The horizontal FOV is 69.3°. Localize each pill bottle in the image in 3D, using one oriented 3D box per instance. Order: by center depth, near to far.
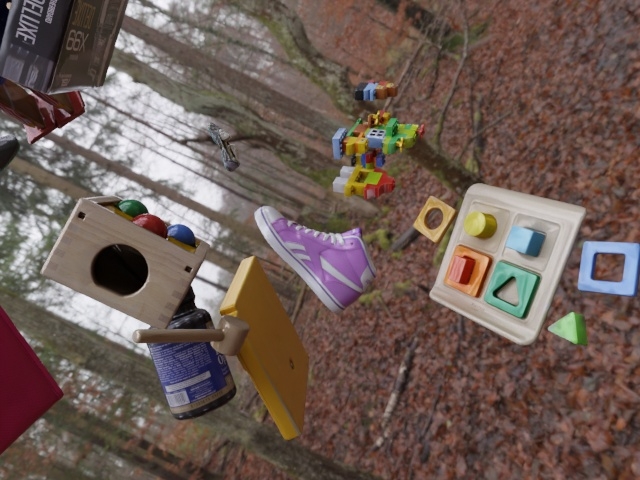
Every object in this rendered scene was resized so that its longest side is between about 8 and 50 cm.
[{"bbox_3d":[-0.244,0.200,0.846,0.123,0.122,0.219,-43,-66,-89],"label":"pill bottle"}]

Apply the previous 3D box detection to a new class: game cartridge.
[{"bbox_3d":[-0.117,0.228,1.049,0.052,0.324,0.285,-23,18,10],"label":"game cartridge"}]

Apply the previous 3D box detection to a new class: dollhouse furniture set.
[{"bbox_3d":[-0.677,-0.422,0.989,0.152,0.374,0.201,-28,-16,2],"label":"dollhouse furniture set"}]

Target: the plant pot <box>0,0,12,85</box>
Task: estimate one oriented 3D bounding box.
[{"bbox_3d":[-0.546,-0.414,0.698,0.236,0.212,0.236,-61,19,-11],"label":"plant pot"}]

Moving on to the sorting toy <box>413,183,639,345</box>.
[{"bbox_3d":[0.245,0.021,0.655,0.347,0.047,0.196,27,99,52],"label":"sorting toy"}]

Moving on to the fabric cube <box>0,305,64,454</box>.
[{"bbox_3d":[-0.487,0.168,0.440,0.259,0.254,0.258,-24,15,17],"label":"fabric cube"}]

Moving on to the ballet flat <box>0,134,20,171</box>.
[{"bbox_3d":[-0.953,-0.193,1.264,0.280,0.095,0.096,-43,-19,3],"label":"ballet flat"}]

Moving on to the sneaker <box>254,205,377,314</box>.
[{"bbox_3d":[0.000,0.000,0.977,0.161,0.282,0.102,-45,-2,11],"label":"sneaker"}]

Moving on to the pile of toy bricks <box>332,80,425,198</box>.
[{"bbox_3d":[0.097,-0.155,0.675,0.212,0.105,0.118,-61,-27,-45],"label":"pile of toy bricks"}]

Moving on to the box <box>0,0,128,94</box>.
[{"bbox_3d":[-0.396,-0.374,0.756,0.243,0.076,0.307,-65,18,14],"label":"box"}]

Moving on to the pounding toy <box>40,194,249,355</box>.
[{"bbox_3d":[-0.156,0.035,0.481,0.094,0.206,0.181,-61,12,1],"label":"pounding toy"}]

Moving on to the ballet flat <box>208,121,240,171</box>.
[{"bbox_3d":[-0.202,-0.206,0.996,0.041,0.114,0.041,-23,3,1],"label":"ballet flat"}]
